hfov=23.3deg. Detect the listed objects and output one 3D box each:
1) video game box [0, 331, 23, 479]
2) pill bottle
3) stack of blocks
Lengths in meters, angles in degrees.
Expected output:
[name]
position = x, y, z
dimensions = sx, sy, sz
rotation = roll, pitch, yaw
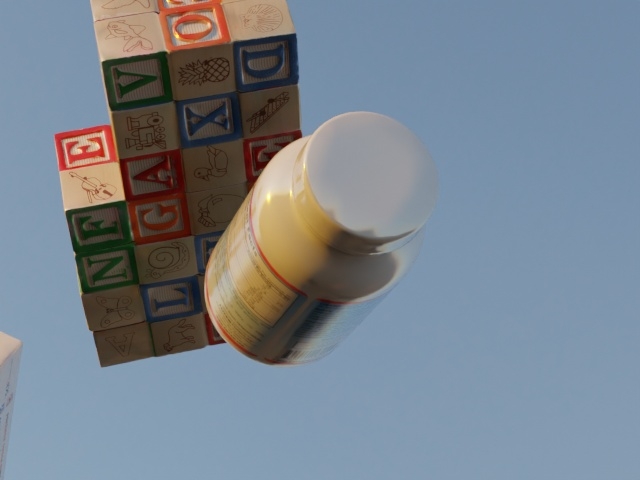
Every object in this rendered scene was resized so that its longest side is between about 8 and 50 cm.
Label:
[video game box]
position = -0.359, 0.121, 1.323
dimensions = 0.205, 0.048, 0.187
rotation = 24, -49, 9
[pill bottle]
position = 0.000, 0.000, 0.775
dimensions = 0.087, 0.087, 0.160
rotation = 28, -29, -6
[stack of blocks]
position = -0.101, -0.048, 1.118
dimensions = 0.171, 0.087, 0.297
rotation = -10, -43, -7
